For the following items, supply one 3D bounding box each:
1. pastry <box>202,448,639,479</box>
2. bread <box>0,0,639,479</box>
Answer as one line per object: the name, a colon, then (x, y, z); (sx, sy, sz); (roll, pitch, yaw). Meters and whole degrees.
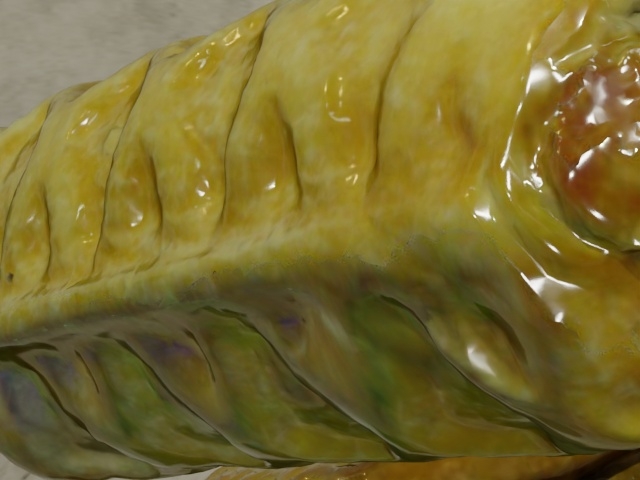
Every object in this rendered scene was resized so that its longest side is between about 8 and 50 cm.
pastry: (0.062, 0.119, 0.750); (0.240, 0.235, 0.132); (-18, 90, 40)
bread: (0.000, 0.001, 0.430); (0.087, 0.269, 0.098); (13, 76, -34)
